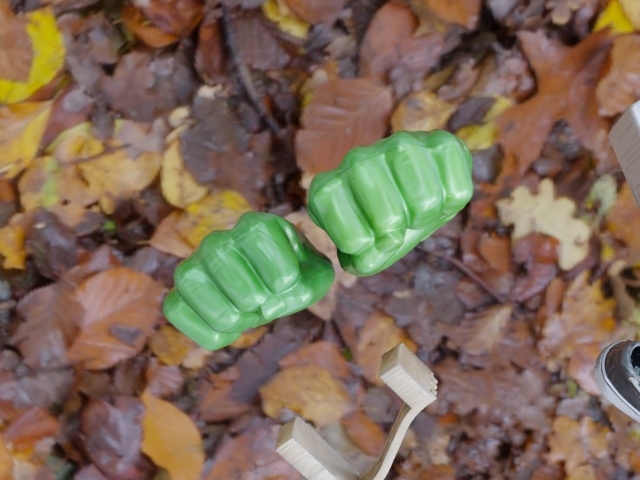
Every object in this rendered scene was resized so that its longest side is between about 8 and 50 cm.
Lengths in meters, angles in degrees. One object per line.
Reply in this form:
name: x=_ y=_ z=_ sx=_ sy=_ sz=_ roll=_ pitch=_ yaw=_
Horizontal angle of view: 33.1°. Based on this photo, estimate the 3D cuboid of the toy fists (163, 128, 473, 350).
toy fists: x=0.000 y=0.000 z=0.876 sx=0.279 sy=0.142 sz=0.096 roll=-28 pitch=78 yaw=11

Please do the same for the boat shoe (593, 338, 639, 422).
boat shoe: x=0.486 y=0.217 z=1.318 sx=0.306 sy=0.105 sz=0.113 roll=39 pitch=72 yaw=1

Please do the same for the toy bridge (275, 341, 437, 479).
toy bridge: x=-0.001 y=0.138 z=0.662 sx=0.188 sy=0.026 sz=0.063 roll=-39 pitch=106 yaw=23

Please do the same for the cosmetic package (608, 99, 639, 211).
cosmetic package: x=0.473 y=0.011 z=1.101 sx=0.217 sy=0.156 sz=0.385 roll=-23 pitch=80 yaw=3
